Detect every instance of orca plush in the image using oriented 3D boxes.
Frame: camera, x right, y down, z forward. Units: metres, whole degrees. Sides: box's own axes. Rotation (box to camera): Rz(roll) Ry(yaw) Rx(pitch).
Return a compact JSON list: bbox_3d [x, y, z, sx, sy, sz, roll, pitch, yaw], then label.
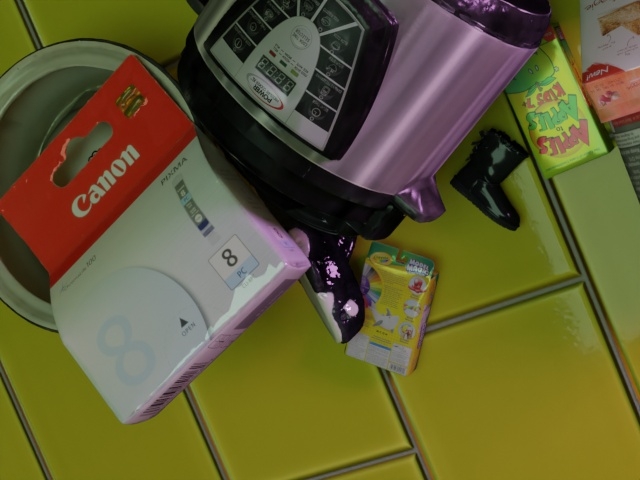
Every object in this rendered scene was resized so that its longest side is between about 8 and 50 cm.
[{"bbox_3d":[0.000,0.000,1.721,0.102,0.151,0.287,-28,69,-10],"label":"orca plush"}]

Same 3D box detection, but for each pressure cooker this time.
[{"bbox_3d":[0.034,-0.223,1.502,0.376,0.370,0.420,24,119,-28],"label":"pressure cooker"}]

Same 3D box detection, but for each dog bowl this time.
[{"bbox_3d":[-0.304,-0.073,1.710,0.408,0.150,0.408,0,90,23],"label":"dog bowl"}]

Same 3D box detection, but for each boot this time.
[{"bbox_3d":[0.243,-0.085,1.625,0.121,0.045,0.099,40,111,10],"label":"boot"}]

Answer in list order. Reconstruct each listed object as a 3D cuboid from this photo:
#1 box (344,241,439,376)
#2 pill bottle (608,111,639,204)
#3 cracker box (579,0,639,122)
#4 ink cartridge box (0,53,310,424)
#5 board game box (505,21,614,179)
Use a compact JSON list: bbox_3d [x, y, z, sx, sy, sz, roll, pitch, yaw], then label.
[{"bbox_3d":[0.103,0.094,1.728,0.105,0.043,0.179,19,112,19],"label":"box"},{"bbox_3d":[0.468,-0.066,1.467,0.161,0.161,0.283,-19,95,26],"label":"pill bottle"},{"bbox_3d":[0.389,-0.254,1.418,0.156,0.232,0.067,-17,130,25],"label":"cracker box"},{"bbox_3d":[-0.245,-0.007,1.558,0.308,0.091,0.385,-44,76,16],"label":"ink cartridge box"},{"bbox_3d":[0.302,-0.182,1.574,0.092,0.043,0.181,-23,93,26],"label":"board game box"}]
